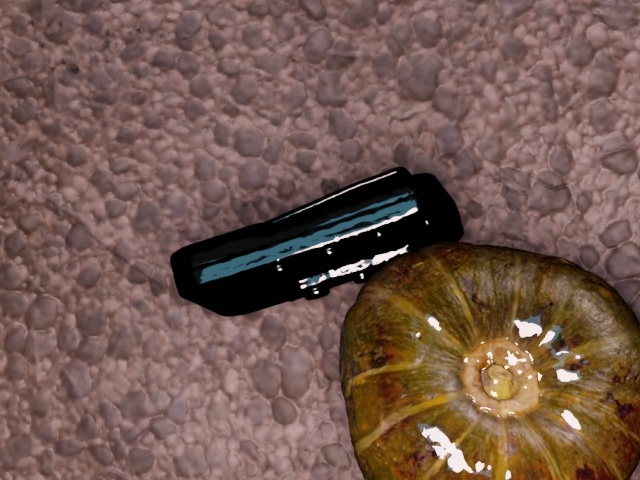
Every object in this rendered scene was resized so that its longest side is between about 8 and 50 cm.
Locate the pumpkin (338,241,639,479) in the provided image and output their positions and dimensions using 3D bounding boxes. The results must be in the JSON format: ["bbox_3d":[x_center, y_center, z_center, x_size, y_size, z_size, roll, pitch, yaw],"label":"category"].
[{"bbox_3d":[0.118,0.110,1.216,0.219,0.162,0.219,4,69,-9],"label":"pumpkin"}]

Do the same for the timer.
[{"bbox_3d":[0.000,0.000,1.247,0.187,0.144,0.055,-18,77,8],"label":"timer"}]
